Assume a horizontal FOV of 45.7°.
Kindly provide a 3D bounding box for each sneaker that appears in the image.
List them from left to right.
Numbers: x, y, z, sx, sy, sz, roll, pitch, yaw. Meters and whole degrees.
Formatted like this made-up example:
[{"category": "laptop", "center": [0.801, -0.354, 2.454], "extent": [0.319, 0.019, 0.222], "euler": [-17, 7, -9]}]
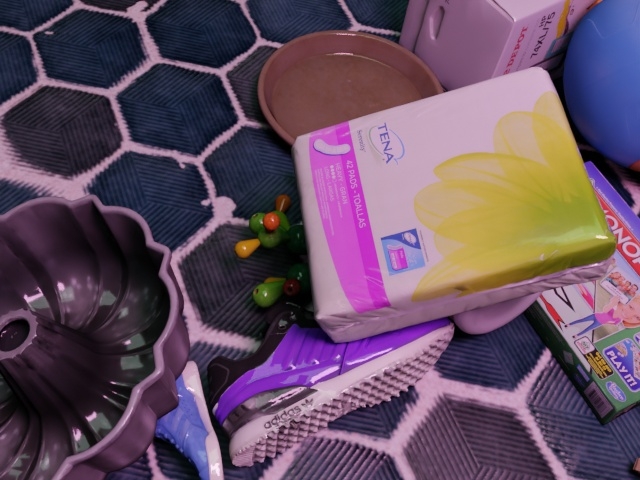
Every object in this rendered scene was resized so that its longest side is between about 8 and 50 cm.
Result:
[{"category": "sneaker", "center": [-0.154, 0.204, 0.792], "extent": [0.084, 0.058, 0.152], "euler": [-14, 61, -14]}, {"category": "sneaker", "center": [0.007, 0.120, 0.846], "extent": [0.293, 0.102, 0.146], "euler": [-22, 60, -21]}]

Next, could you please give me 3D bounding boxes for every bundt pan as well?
[{"category": "bundt pan", "center": [-0.274, 0.120, 0.756], "extent": [0.331, 0.124, 0.331], "euler": [-8, 54, 11]}]

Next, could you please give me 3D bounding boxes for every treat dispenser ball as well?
[{"category": "treat dispenser ball", "center": [0.485, -0.234, 1.048], "extent": [0.288, 0.288, 0.288], "euler": [4, 55, -6]}]

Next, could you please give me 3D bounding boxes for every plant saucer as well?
[{"category": "plant saucer", "center": [0.045, -0.205, 1.117], "extent": [0.278, 0.041, 0.278], "euler": [3, 55, -5]}]

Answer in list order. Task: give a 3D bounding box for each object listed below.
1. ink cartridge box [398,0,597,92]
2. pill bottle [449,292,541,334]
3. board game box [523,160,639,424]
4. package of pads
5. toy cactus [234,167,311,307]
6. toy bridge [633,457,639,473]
[{"category": "ink cartridge box", "center": [0.295, -0.359, 1.164], "extent": [0.270, 0.198, 0.197], "euler": [-28, 64, -23]}, {"category": "pill bottle", "center": [0.152, -0.027, 0.931], "extent": [0.153, 0.153, 0.264], "euler": [-24, 54, -22]}, {"category": "board game box", "center": [0.355, 0.051, 0.979], "extent": [0.213, 0.046, 0.317], "euler": [-20, 60, -19]}, {"category": "package of pads", "center": [0.126, -0.041, 0.798], "extent": [0.296, 0.101, 0.229], "euler": [-15, 60, 10]}, {"category": "toy cactus", "center": [0.000, 0.000, 0.941], "extent": [0.180, 0.112, 0.219], "euler": [26, 47, -2]}, {"category": "toy bridge", "center": [0.417, 0.197, 0.867], "extent": [0.063, 0.026, 0.188], "euler": [33, 75, -20]}]
